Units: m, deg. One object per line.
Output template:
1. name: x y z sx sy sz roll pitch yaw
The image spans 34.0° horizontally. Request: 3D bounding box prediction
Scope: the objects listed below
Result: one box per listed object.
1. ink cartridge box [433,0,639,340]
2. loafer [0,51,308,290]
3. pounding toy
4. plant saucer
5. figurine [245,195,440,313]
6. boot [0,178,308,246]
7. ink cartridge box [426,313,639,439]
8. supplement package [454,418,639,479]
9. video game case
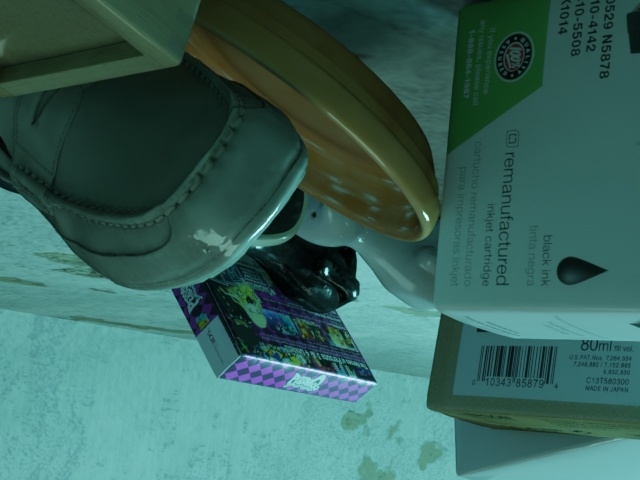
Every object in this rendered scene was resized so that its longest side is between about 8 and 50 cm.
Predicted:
1. ink cartridge box: 0.173 -0.037 0.471 0.219 0.160 0.092 -3 165 37
2. loafer: -0.116 -0.056 0.521 0.111 0.112 0.319 44 165 -30
3. pounding toy: -0.114 -0.124 0.419 0.130 0.100 0.141 -2 155 36
4. plant saucer: -0.017 -0.072 0.538 0.200 0.037 0.200 36 171 7
5. figurine: 0.000 0.000 0.972 0.215 0.092 0.209 -5 160 42
6. boot: -0.142 -0.053 0.783 0.244 0.088 0.176 20 165 -20
7. ink cartridge box: 0.204 0.051 0.804 0.088 0.193 0.235 21 162 -37
8. supplement package: 0.277 0.110 0.905 0.177 0.175 0.293 23 146 -37
9. video game case: -0.062 0.063 1.071 0.042 0.210 0.232 -44 147 18
